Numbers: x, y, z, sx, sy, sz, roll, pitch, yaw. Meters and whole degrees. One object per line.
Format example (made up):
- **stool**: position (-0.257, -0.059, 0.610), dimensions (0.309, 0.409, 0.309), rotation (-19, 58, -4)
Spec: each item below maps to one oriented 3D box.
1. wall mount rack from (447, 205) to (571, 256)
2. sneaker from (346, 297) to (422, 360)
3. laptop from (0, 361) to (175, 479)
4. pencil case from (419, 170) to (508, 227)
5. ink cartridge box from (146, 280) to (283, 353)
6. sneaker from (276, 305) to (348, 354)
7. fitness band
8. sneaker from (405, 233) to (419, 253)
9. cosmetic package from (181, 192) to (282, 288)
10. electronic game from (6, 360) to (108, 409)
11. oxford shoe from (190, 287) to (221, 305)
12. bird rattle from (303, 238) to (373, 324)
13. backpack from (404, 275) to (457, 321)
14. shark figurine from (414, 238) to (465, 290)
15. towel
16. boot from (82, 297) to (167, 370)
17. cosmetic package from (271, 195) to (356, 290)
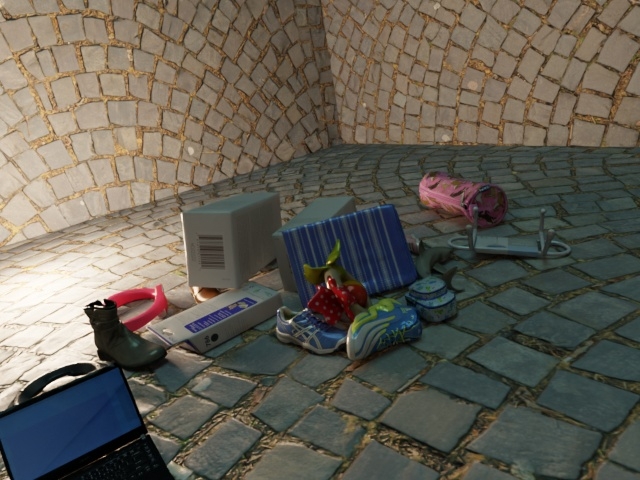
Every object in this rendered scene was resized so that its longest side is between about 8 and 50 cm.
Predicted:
- **wall mount rack**: position (0.540, -0.019, 1.420), dimensions (0.349, 0.131, 0.304), rotation (3, 19, 20)
- **sneaker**: position (0.154, 0.196, 1.108), dimensions (0.126, 0.091, 0.240), rotation (2, 22, 30)
- **laptop**: position (-0.417, 0.365, 0.852), dimensions (0.234, 0.137, 0.264), rotation (-22, 22, -29)
- **pencil case**: position (0.521, -0.163, 1.847), dimensions (0.160, 0.167, 0.386), rotation (-48, 23, 0)
- **ink cartridge box**: position (-0.279, 0.212, 1.329), dimensions (0.332, 0.065, 0.165), rotation (-22, 22, -34)
- **sneaker**: position (-0.025, 0.212, 1.171), dimensions (0.211, 0.081, 0.080), rotation (5, 22, 32)
- **fitness band**: position (-0.578, 0.212, 1.506), dimensions (0.208, 0.054, 0.291), rotation (-18, 19, -13)
- **sneaker**: position (0.287, 0.016, 1.617), dimensions (0.070, 0.051, 0.134), rotation (-12, 16, 1)
- **cosmetic package**: position (-0.267, -0.018, 1.604), dimensions (0.161, 0.230, 0.453), rotation (1, 12, 13)
- **electronic game**: position (-0.590, 0.348, 1.122), dimensions (0.229, 0.048, 0.229), rotation (-10, 20, 4)
- **oxford shoe**: position (-0.364, 0.151, 1.531), dimensions (0.076, 0.076, 0.212), rotation (-20, 23, -30)
- **bird rattle**: position (0.065, 0.122, 1.218), dimensions (0.143, 0.207, 0.253), rotation (-47, 31, 10)
- **backpack**: position (0.273, 0.144, 1.206), dimensions (0.104, 0.084, 0.114), rotation (-21, 24, -21)
- **shark figurine**: position (0.307, 0.057, 1.398), dimensions (0.166, 0.116, 0.278), rotation (-8, 17, 11)
- **towel**: position (0.084, 0.046, 1.361), dimensions (0.335, 0.243, 0.040), rotation (-15, -6, -9)
- **boot**: position (-0.505, 0.231, 1.238), dimensions (0.246, 0.161, 0.083), rotation (1, 23, 30)
- **cosmetic package**: position (0.000, 0.000, 1.589), dimensions (0.155, 0.197, 0.365), rotation (-2, 22, 25)
